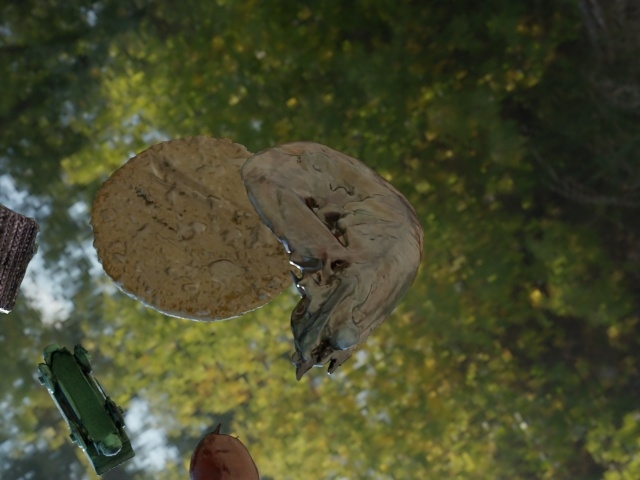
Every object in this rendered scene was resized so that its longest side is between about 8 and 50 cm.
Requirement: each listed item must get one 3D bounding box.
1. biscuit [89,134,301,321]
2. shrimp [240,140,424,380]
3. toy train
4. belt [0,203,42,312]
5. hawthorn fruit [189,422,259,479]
[{"bbox_3d":[-0.116,-0.015,1.271,0.220,0.220,0.033,61,155,25],"label":"biscuit"},{"bbox_3d":[0.000,0.000,1.001,0.164,0.062,0.317,31,-153,-3],"label":"shrimp"},{"bbox_3d":[-0.286,0.201,1.572,0.172,0.070,0.099,52,160,32],"label":"toy train"},{"bbox_3d":[-0.401,-0.017,1.188,0.325,0.122,0.260,10,172,42],"label":"belt"},{"bbox_3d":[-0.114,0.262,1.497,0.081,0.081,0.093,47,-156,-61],"label":"hawthorn fruit"}]
